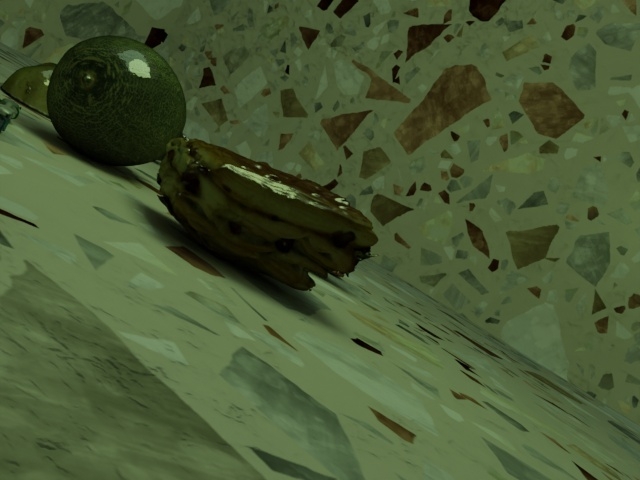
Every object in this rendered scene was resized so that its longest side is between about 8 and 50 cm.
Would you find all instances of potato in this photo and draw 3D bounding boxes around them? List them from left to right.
[{"bbox_3d":[-0.642,-0.360,1.789,0.182,0.117,0.202,26,5,-18],"label":"potato"}]

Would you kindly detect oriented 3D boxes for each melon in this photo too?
[{"bbox_3d":[-0.388,-0.265,1.488,0.248,0.248,0.329,31,1,7],"label":"melon"}]

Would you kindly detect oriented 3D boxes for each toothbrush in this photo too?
[{"bbox_3d":[-0.541,-0.228,1.318,0.042,0.040,0.418,27,5,-24],"label":"toothbrush"}]

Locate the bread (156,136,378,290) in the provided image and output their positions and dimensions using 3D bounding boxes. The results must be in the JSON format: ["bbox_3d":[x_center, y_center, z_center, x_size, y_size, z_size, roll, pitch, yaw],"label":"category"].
[{"bbox_3d":[-0.101,-0.036,1.223,0.324,0.167,0.277,19,8,-23],"label":"bread"}]

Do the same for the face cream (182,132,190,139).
[{"bbox_3d":[-0.496,-0.326,2.604,0.101,0.101,0.252,29,4,-20],"label":"face cream"}]

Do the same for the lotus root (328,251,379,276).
[{"bbox_3d":[-0.001,0.002,1.749,0.278,0.154,0.154,30,3,14],"label":"lotus root"}]

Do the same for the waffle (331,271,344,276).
[{"bbox_3d":[0.028,0.067,1.942,0.083,0.029,0.075,27,1,-8],"label":"waffle"}]

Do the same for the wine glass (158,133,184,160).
[{"bbox_3d":[-0.511,-0.319,2.199,0.241,0.126,0.126,30,3,29],"label":"wine glass"}]
